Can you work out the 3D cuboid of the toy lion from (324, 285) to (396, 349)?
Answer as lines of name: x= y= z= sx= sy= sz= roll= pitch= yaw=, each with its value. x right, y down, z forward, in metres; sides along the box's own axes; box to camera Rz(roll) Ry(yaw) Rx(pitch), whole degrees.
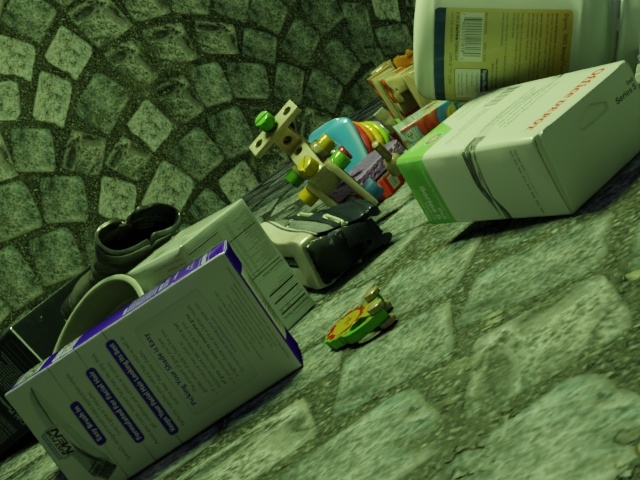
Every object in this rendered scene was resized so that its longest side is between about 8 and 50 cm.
toy lion: x=0.046 y=0.105 z=1.189 sx=0.096 sy=0.034 sz=0.100 roll=-40 pitch=9 yaw=6

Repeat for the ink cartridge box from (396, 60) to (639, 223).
ink cartridge box: x=0.266 y=-0.123 z=1.243 sx=0.198 sy=0.114 sz=0.273 roll=-39 pitch=18 yaw=-26

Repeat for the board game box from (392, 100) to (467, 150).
board game box: x=0.280 y=-0.207 z=1.617 sx=0.275 sy=0.142 sz=0.144 roll=-33 pitch=9 yaw=7

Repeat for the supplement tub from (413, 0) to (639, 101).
supplement tub: x=0.307 y=-0.319 z=1.415 sx=0.316 sy=0.228 sz=0.228 roll=4 pitch=19 yaw=11

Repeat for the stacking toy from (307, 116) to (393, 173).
stacking toy: x=0.126 y=-0.242 z=2.387 sx=0.302 sy=0.165 sz=0.175 roll=-22 pitch=-5 yaw=-44

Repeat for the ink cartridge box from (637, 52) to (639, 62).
ink cartridge box: x=0.549 y=-0.281 z=1.283 sx=0.191 sy=0.082 sz=0.139 roll=-24 pitch=14 yaw=43

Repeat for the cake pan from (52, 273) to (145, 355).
cake pan: x=-0.327 y=0.198 z=1.435 sx=0.293 sy=0.054 sz=0.293 roll=-27 pitch=51 yaw=40

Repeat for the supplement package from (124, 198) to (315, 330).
supplement package: x=-0.161 y=0.077 z=1.479 sx=0.149 sy=0.203 sz=0.194 roll=-42 pitch=12 yaw=-38

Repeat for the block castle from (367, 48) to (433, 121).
block castle: x=0.290 y=-0.318 z=1.913 sx=0.303 sy=0.213 sz=0.453 roll=-33 pitch=13 yaw=1

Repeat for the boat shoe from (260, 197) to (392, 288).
boat shoe: x=0.000 y=0.000 z=1.642 sx=0.158 sy=0.127 sz=0.340 roll=-30 pitch=16 yaw=-17

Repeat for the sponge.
sponge: x=0.095 y=-0.145 z=1.992 sx=0.117 sy=0.031 sz=0.210 roll=-25 pitch=15 yaw=43

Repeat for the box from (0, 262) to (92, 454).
box: x=-0.582 y=0.252 z=1.959 sx=0.312 sy=0.179 sz=0.343 roll=-40 pitch=6 yaw=25

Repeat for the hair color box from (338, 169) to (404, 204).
hair color box: x=0.101 y=-0.100 z=1.981 sx=0.141 sy=0.043 sz=0.072 roll=-27 pitch=12 yaw=38

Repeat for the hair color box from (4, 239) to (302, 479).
hair color box: x=-0.214 y=0.171 z=1.244 sx=0.339 sy=0.185 sz=0.110 roll=-33 pitch=10 yaw=0

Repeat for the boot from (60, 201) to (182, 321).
boot: x=-0.289 y=0.022 z=1.647 sx=0.222 sy=0.118 sz=0.338 roll=-56 pitch=-8 yaw=32

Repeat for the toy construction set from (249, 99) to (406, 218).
toy construction set: x=0.010 y=-0.167 z=1.773 sx=0.309 sy=0.237 sz=0.257 roll=-30 pitch=34 yaw=28
